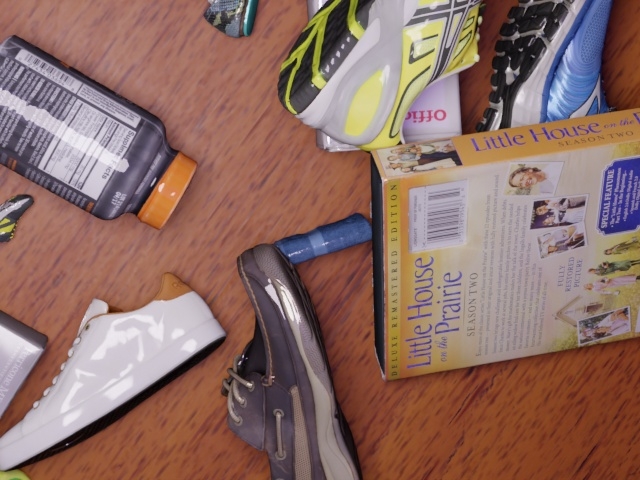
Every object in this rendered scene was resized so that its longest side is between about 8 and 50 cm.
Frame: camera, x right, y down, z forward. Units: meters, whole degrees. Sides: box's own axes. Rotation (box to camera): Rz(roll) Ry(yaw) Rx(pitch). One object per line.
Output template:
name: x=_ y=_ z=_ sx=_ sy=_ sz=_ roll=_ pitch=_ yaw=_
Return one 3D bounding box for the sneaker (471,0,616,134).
sneaker: x=0.274 y=-0.166 z=1.505 sx=0.147 sy=0.130 sz=0.330 roll=17 pitch=97 yaw=-23

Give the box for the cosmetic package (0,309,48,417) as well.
cosmetic package: x=-0.430 y=0.105 z=1.435 sx=0.238 sy=0.107 sz=0.127 roll=30 pitch=89 yaw=-6

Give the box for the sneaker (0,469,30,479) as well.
sneaker: x=-0.369 y=0.404 z=1.464 sx=0.109 sy=0.123 sz=0.295 roll=-2 pitch=97 yaw=-8

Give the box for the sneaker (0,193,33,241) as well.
sneaker: x=-0.352 y=-0.019 z=1.472 sx=0.083 sy=0.031 sz=0.035 roll=-36 pitch=113 yaw=2

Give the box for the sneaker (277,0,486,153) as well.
sneaker: x=0.117 y=-0.262 z=1.376 sx=0.147 sy=0.145 sz=0.384 roll=36 pitch=95 yaw=-27

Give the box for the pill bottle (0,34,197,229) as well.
pill bottle: x=-0.257 y=-0.106 z=1.422 sx=0.246 sy=0.130 sz=0.130 roll=30 pitch=91 yaw=-10

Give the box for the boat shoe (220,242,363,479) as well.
boat shoe: x=-0.045 y=0.178 z=1.461 sx=0.130 sy=0.132 sz=0.355 roll=-16 pitch=108 yaw=2

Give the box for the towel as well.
towel: x=0.000 y=0.000 z=1.499 sx=0.119 sy=0.067 sz=0.029 roll=-17 pitch=100 yaw=-5

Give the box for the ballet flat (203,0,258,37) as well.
ballet flat: x=-0.084 y=-0.321 z=1.459 sx=0.070 sy=0.070 sz=0.188 roll=18 pitch=90 yaw=-9

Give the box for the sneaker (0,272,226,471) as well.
sneaker: x=-0.255 y=0.143 z=1.476 sx=0.290 sy=0.106 sz=0.123 roll=-35 pitch=82 yaw=-5

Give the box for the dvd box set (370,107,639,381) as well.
dvd box set: x=0.265 y=0.002 z=1.461 sx=0.420 sy=0.062 sz=0.307 roll=-10 pitch=131 yaw=-6

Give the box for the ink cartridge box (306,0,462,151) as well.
ink cartridge box: x=0.069 y=-0.213 z=1.473 sx=0.159 sy=0.092 sz=0.217 roll=-4 pitch=95 yaw=-7
